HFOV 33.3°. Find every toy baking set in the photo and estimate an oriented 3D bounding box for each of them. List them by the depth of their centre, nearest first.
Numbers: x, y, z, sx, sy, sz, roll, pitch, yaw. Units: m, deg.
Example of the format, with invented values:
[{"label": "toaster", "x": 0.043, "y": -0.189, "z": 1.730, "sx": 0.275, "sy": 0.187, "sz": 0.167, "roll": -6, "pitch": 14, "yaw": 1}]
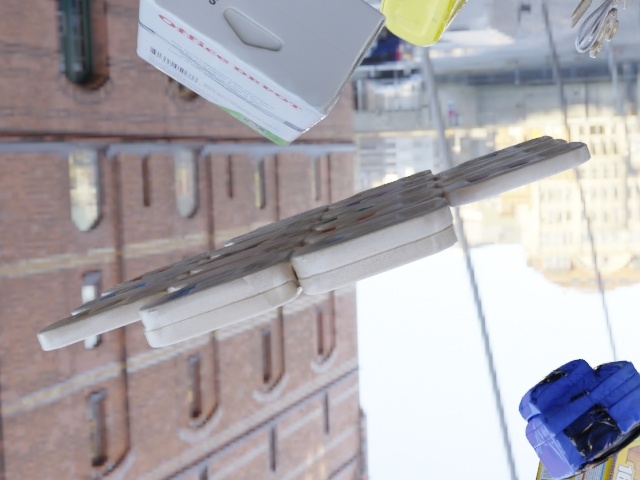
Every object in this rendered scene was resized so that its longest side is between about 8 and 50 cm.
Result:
[{"label": "toy baking set", "x": 0.461, "y": -0.376, "z": 1.654, "sx": 0.030, "sy": 0.196, "sz": 0.256, "roll": 31, "pitch": -164, "yaw": 23}]

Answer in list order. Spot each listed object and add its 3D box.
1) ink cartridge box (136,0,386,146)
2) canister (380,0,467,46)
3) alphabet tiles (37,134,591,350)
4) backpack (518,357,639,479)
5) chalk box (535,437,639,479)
[{"label": "ink cartridge box", "x": -0.053, "y": -0.153, "z": 0.805, "sx": 0.153, "sy": 0.087, "sz": 0.208, "roll": 33, "pitch": 174, "yaw": -9}, {"label": "canister", "x": 0.129, "y": -0.279, "z": 1.015, "sx": 0.073, "sy": 0.170, "sz": 0.126, "roll": 30, "pitch": 147, "yaw": 8}, {"label": "alphabet tiles", "x": 0.000, "y": 0.000, "z": 0.572, "sx": 0.278, "sy": 0.021, "sz": 0.284, "roll": -19, "pitch": -174, "yaw": 6}, {"label": "backpack", "x": 0.263, "y": 0.163, "z": 1.038, "sx": 0.120, "sy": 0.101, "sz": 0.098, "roll": -30, "pitch": 171, "yaw": -10}, {"label": "chalk box", "x": 0.375, "y": 0.291, "z": 1.247, "sx": 0.213, "sy": 0.132, "sz": 0.132, "roll": 20, "pitch": 165, "yaw": -21}]
